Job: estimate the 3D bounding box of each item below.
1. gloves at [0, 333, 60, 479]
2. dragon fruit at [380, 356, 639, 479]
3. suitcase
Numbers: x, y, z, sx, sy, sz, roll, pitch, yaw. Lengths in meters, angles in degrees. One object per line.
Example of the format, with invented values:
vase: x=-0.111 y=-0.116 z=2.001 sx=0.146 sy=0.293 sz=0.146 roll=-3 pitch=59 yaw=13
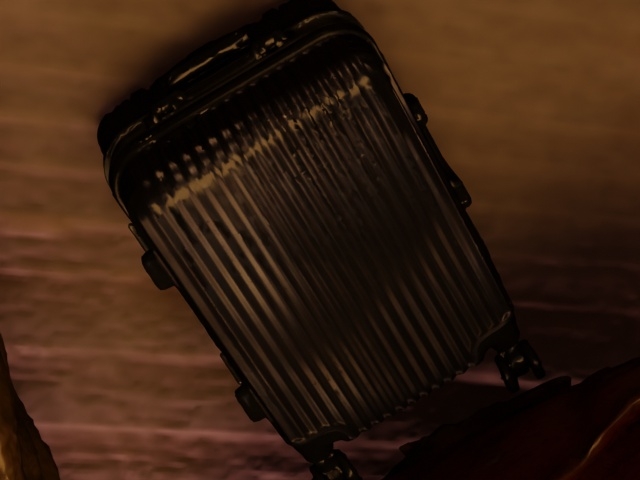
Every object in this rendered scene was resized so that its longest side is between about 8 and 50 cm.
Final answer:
gloves: x=-0.123 y=0.156 z=0.485 sx=0.155 sy=0.203 sz=0.356 roll=6 pitch=113 yaw=-3
dragon fruit: x=0.118 y=0.137 z=0.533 sx=0.315 sy=0.250 sz=0.250 roll=-24 pitch=125 yaw=-7
suitcase: x=0.000 y=0.000 z=0.516 sx=0.086 sy=0.059 sz=0.126 roll=-32 pitch=125 yaw=0
